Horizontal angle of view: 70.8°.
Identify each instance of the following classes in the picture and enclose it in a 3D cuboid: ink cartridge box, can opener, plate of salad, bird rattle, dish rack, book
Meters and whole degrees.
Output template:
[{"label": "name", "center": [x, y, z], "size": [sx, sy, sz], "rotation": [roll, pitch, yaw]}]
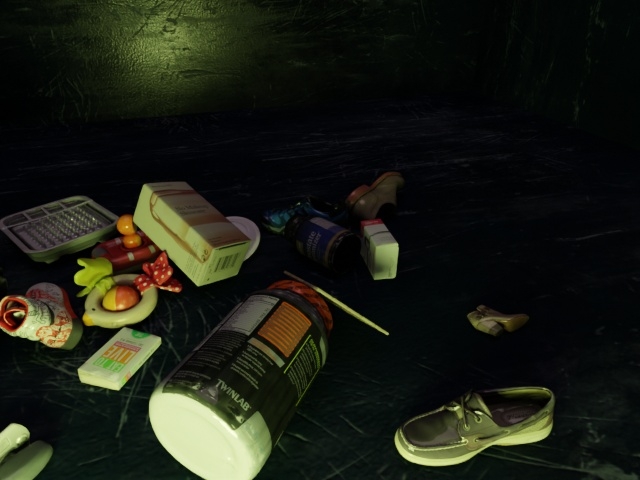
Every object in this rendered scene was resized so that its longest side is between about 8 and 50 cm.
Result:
[{"label": "ink cartridge box", "center": [0.159, 0.023, 1.247], "size": [0.063, 0.109, 0.150], "rotation": [-6, 30, -9]}, {"label": "can opener", "center": [-0.545, 0.394, 0.666], "size": [0.093, 0.074, 0.280], "rotation": [13, 33, 22]}, {"label": "plate of salad", "center": [-0.277, 0.008, 1.347], "size": [0.199, 0.048, 0.200], "rotation": [-4, 49, 4]}, {"label": "bird rattle", "center": [-0.478, 0.136, 1.121], "size": [0.253, 0.143, 0.207], "rotation": [6, 39, -13]}, {"label": "dish rack", "center": [-0.831, -0.035, 1.446], "size": [0.332, 0.072, 0.285], "rotation": [23, 37, 37]}, {"label": "book", "center": [-0.424, 0.250, 0.963], "size": [0.096, 0.035, 0.144], "rotation": [10, 30, 13]}]

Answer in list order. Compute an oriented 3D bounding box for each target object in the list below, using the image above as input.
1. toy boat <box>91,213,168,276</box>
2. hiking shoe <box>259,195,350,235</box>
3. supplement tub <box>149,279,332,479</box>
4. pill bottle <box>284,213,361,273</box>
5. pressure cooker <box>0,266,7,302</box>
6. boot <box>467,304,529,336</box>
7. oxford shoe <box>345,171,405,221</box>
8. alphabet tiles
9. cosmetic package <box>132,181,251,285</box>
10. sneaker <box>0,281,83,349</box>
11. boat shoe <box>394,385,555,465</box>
[{"label": "toy boat", "center": [-0.539, -0.005, 1.294], "size": [0.231, 0.151, 0.151], "rotation": [-24, 37, -33]}, {"label": "hiking shoe", "center": [-0.050, -0.088, 1.433], "size": [0.304, 0.132, 0.113], "rotation": [6, 30, 13]}, {"label": "supplement tub", "center": [-0.117, 0.227, 0.804], "size": [0.207, 0.207, 0.338], "rotation": [12, 32, 22]}, {"label": "pill bottle", "center": [0.000, 0.000, 1.285], "size": [0.122, 0.123, 0.219], "rotation": [-26, 37, -36]}, {"label": "pressure cooker", "center": [-0.900, 0.095, 0.902], "size": [0.375, 0.370, 0.420], "rotation": [-16, 23, 18]}, {"label": "boot", "center": [0.403, 0.176, 1.035], "size": [0.118, 0.042, 0.087], "rotation": [-15, 30, -22]}, {"label": "oxford shoe", "center": [0.215, -0.139, 1.565], "size": [0.130, 0.123, 0.348], "rotation": [41, 44, 16]}, {"label": "alphabet tiles", "center": [0.021, 0.132, 1.010], "size": [0.009, 0.198, 0.237], "rotation": [-58, 24, -7]}, {"label": "cosmetic package", "center": [-0.350, -0.027, 1.223], "size": [0.296, 0.129, 0.153], "rotation": [38, 28, 21]}, {"label": "sneaker", "center": [-0.658, 0.147, 1.026], "size": [0.270, 0.145, 0.090], "rotation": [28, 82, 38]}, {"label": "boat shoe", "center": [0.265, 0.301, 0.767], "size": [0.285, 0.092, 0.103], "rotation": [-6, 30, -7]}]
